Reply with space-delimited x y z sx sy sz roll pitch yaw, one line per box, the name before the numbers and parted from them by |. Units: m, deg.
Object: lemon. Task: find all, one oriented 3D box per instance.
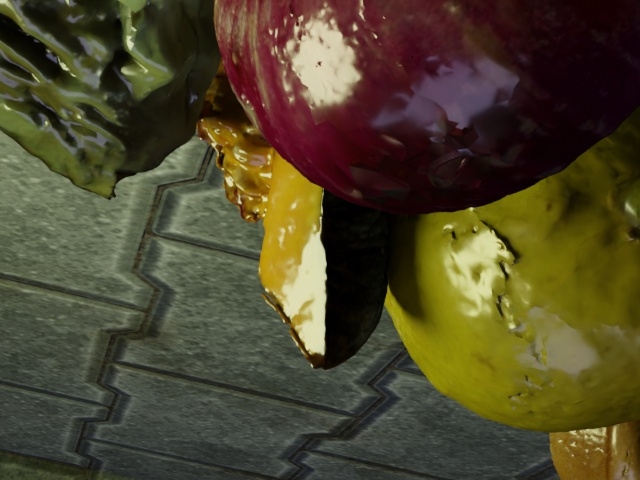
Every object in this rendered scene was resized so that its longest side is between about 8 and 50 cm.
lemon | 0.167 0.014 0.953 0.260 0.261 0.284 25 167 -32

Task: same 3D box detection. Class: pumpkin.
pumpkin | 0.000 -0.074 0.901 0.111 0.278 0.163 -7 143 -41

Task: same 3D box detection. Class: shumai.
shumai | -0.145 -0.169 0.804 0.256 0.189 0.218 34 127 -31

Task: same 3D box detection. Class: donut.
donut | 0.312 0.173 1.311 0.113 0.227 0.226 5 158 35

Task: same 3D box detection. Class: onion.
onion | 0.077 -0.130 0.686 0.272 0.231 0.256 21 155 -13
